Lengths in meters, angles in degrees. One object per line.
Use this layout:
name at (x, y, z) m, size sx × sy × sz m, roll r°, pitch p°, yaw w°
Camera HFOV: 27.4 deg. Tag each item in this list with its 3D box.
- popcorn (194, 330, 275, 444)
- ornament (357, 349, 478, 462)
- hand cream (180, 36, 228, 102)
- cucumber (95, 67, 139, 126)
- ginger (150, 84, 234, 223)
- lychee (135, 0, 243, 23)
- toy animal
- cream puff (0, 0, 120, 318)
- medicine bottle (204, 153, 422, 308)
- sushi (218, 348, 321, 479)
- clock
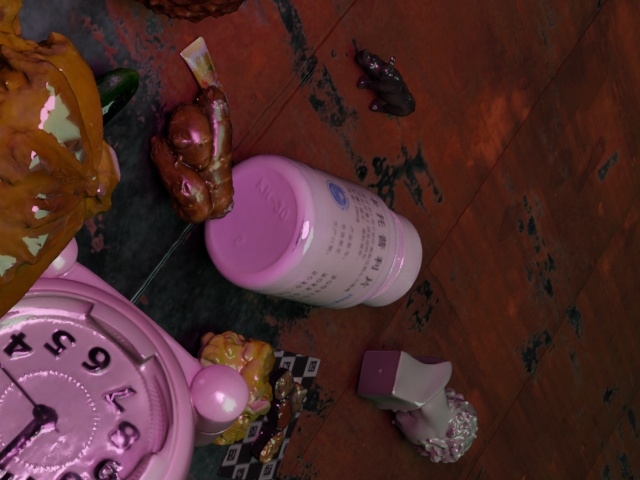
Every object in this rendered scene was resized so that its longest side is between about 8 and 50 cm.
popcorn at (-0.119, 0.187, 1.659) m, size 0.126 × 0.126 × 0.145 m, roll 64°, pitch 36°, yaw -77°
ornament at (0.162, 0.249, 2.048) m, size 0.120 × 0.130 × 0.285 m, roll -66°, pitch 147°, yaw -25°
hand cream at (-0.131, -0.186, 1.518) m, size 0.035 × 0.022 × 0.102 m, roll -41°, pitch 134°, yaw -21°
cucumber at (-0.289, -0.083, 1.337) m, size 0.284 × 0.056 × 0.056 m, roll -44°, pitch 139°, yaw -22°
ginger at (-0.148, -0.093, 1.504) m, size 0.103 × 0.073 × 0.162 m, roll -33°, pitch 128°, yaw -57°
lychee at (-0.142, -0.314, 1.309) m, size 0.188 × 0.188 × 0.188 m, roll -29°, pitch 130°, yaw -42°
toy animal at (0.085, -0.213, 1.749) m, size 0.047 × 0.065 × 0.136 m, roll -55°, pitch 142°, yaw -18°
cream puff at (-0.333, -0.073, 1.096) m, size 0.378 × 0.275 × 0.378 m, roll -27°, pitch 129°, yaw -39°
medicine bottle at (0.000, 0.000, 1.662) m, size 0.293 × 0.170 × 0.170 m, roll 19°, pitch 93°, yaw -55°
sushi at (-0.060, 0.256, 1.841) m, size 0.139 × 0.031 × 0.201 m, roll 19°, pitch 93°, yaw -55°
clock at (-0.279, 0.192, 1.276) m, size 0.326 × 0.342 × 0.184 m, roll -50°, pitch 174°, yaw -33°
